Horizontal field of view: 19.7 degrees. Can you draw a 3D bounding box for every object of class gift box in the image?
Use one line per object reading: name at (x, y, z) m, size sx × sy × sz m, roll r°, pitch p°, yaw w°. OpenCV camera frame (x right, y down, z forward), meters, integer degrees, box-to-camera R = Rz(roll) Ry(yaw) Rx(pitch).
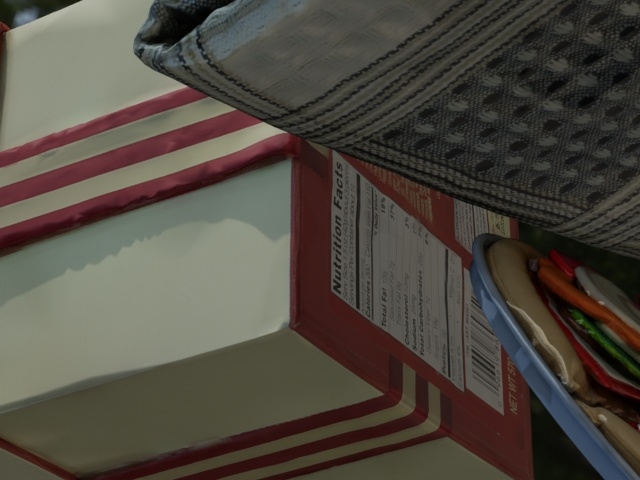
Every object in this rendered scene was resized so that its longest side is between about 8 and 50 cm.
gift box at (-0.050, 0.035, 0.931) m, size 0.276 × 0.258 × 0.255 m, roll 43°, pitch -140°, yaw -45°

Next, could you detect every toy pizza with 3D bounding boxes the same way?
toy pizza at (0.127, 0.065, 0.602) m, size 0.032 × 0.201 × 0.201 m, roll -45°, pitch -18°, yaw 13°

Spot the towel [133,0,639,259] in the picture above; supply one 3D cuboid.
towel at (0.154, -0.089, 0.641) m, size 0.312 × 0.324 × 0.056 m, roll 20°, pitch -129°, yaw -42°
